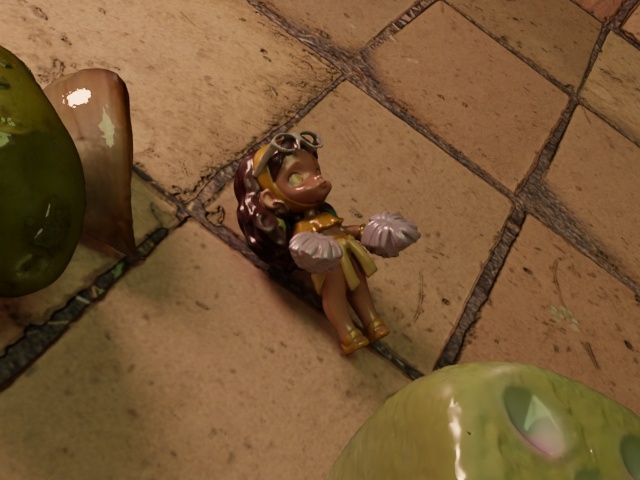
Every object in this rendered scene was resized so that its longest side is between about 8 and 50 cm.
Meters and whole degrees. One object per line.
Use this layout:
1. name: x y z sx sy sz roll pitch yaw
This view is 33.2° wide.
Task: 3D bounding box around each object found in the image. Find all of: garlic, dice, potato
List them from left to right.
1. potato: -0.278 -0.067 0.902 0.148 0.186 0.253 -11 58 -29
2. garlic: -0.236 -0.086 1.045 0.115 0.128 0.207 -4 53 -15
3. dice: 0.136 0.263 0.799 0.249 0.252 0.254 23 37 -17

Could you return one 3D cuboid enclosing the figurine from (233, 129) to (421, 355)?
1. figurine: -0.001 -0.001 1.128 0.174 0.116 0.240 -17 65 -48
